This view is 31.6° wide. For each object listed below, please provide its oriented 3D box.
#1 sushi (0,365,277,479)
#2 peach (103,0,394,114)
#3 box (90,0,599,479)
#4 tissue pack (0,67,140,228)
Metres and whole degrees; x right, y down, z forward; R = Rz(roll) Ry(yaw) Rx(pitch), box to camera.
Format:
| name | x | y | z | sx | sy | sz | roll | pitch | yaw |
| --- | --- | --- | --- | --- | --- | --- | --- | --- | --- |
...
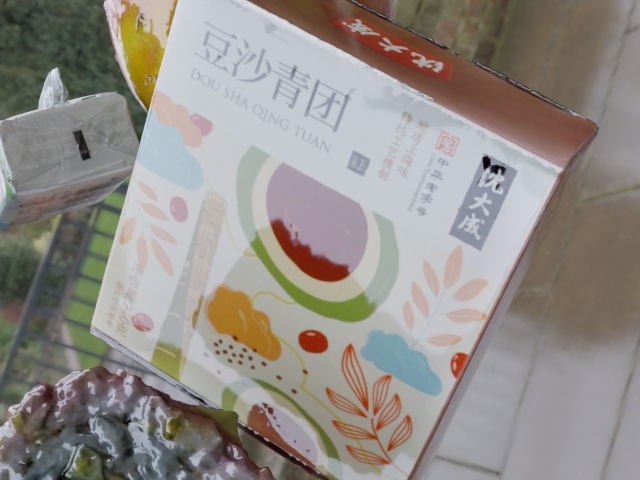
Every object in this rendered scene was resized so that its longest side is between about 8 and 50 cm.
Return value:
| name | x | y | z | sx | sy | sz | roll | pitch | yaw |
| --- | --- | --- | --- | --- | --- | --- | --- | --- | --- |
| sushi | -0.142 | 0.231 | 0.904 | 0.236 | 0.270 | 0.171 | -58 | -6 | -21 |
| peach | -0.087 | -0.284 | 1.355 | 0.370 | 0.370 | 0.370 | -160 | 90 | -78 |
| box | 0.000 | 0.000 | 0.999 | 0.122 | 0.344 | 0.385 | -38 | -27 | -55 |
| tissue pack | -0.327 | -0.115 | 1.366 | 0.229 | 0.159 | 0.145 | -25 | 83 | 67 |
